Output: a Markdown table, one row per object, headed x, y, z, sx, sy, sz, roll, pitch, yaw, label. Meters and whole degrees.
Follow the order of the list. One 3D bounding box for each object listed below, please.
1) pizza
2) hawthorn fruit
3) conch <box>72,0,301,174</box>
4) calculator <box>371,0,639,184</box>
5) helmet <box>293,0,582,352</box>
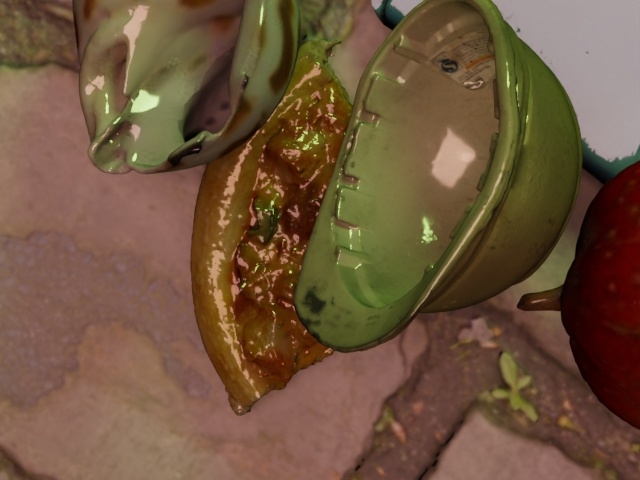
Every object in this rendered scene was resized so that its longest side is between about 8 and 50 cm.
| x | y | z | sx | sy | sz | roll | pitch | yaw | label |
| --- | --- | --- | --- | --- | --- | --- | --- | --- | --- |
| 0.000 | 0.000 | 1.311 | 0.197 | 0.058 | 0.292 | 16 | 97 | 5 | pizza |
| 0.260 | 0.034 | 1.216 | 0.249 | 0.215 | 0.215 | -2 | 95 | 20 | hawthorn fruit |
| -0.086 | -0.171 | 1.257 | 0.182 | 0.149 | 0.275 | 14 | 89 | 23 | conch |
| 0.175 | -0.166 | 1.276 | 0.293 | 0.051 | 0.173 | 36 | 98 | 2 | calculator |
| 0.103 | -0.028 | 1.210 | 0.137 | 0.204 | 0.257 | 22 | 87 | -29 | helmet |
